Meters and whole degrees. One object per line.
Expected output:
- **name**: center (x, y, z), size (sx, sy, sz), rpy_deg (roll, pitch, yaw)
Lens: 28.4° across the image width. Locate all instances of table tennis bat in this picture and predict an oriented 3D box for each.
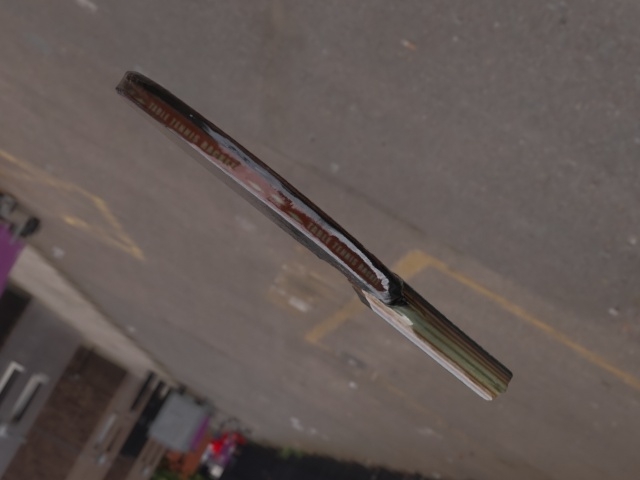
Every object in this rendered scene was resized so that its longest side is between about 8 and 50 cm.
- **table tennis bat**: center (0.000, 0.000, 0.548), size (0.220, 0.019, 0.130), rpy_deg (39, 177, -21)
